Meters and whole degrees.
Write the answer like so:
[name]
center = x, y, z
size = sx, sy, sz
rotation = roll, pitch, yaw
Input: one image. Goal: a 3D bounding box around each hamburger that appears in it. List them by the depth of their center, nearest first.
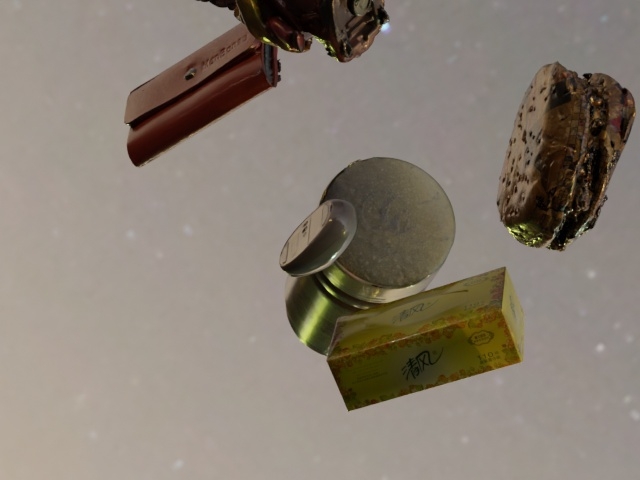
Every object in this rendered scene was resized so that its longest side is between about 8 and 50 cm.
[hamburger]
center = 0.283, -0.097, 2.062
size = 0.107, 0.231, 0.231
rotation = 16, -22, -16

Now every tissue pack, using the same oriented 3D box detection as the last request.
[tissue pack]
center = 0.100, 0.092, 1.633
size = 0.176, 0.095, 0.062
rotation = -16, -69, 16

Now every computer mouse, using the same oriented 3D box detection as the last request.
[computer mouse]
center = 0.002, 0.001, 1.696
size = 0.039, 0.066, 0.096
rotation = 35, -58, -19

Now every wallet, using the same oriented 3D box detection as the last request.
[wallet]
center = -0.141, -0.179, 2.050
size = 0.204, 0.142, 0.045
rotation = -29, -54, 21

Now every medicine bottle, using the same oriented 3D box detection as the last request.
[medicine bottle]
center = 0.048, 0.030, 1.998
size = 0.151, 0.151, 0.322
rotation = 48, -19, 8

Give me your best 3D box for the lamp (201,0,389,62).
[lamp]
center = -0.045, -0.270, 1.835
size = 0.253, 0.118, 0.118
rotation = 27, -36, 36
